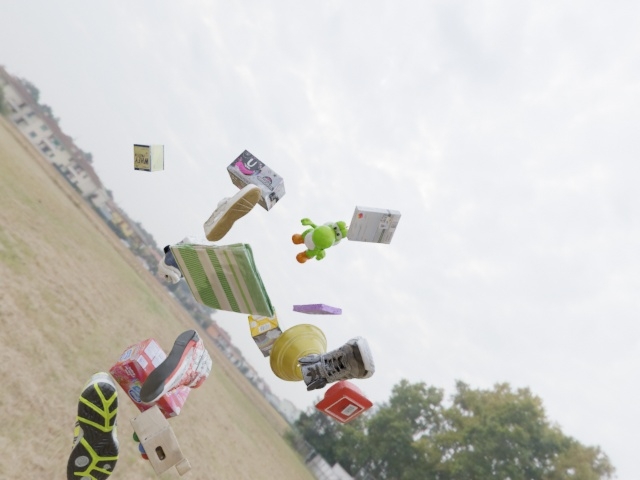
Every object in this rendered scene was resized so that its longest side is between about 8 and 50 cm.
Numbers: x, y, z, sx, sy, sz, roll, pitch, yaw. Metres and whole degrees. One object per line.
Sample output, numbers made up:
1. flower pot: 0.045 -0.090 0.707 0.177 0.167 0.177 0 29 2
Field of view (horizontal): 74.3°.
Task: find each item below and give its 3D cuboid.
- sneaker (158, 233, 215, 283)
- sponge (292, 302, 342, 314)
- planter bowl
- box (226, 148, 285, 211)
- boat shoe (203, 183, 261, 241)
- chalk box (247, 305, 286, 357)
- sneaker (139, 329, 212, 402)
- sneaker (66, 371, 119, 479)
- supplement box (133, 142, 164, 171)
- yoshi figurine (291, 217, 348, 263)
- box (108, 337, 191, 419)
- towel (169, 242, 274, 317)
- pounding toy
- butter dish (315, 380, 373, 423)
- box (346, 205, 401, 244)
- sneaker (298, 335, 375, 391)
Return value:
1. sneaker: -0.607 0.093 1.927 0.130 0.236 0.323 47 3 10
2. sponge: -0.016 0.298 1.819 0.117 0.031 0.210 19 -20 -35
3. planter bowl: -0.055 0.396 1.412 0.217 0.217 0.090 59 -14 -27
4. box: -0.303 -0.288 2.024 0.247 0.142 0.163 38 -16 12
5. boat shoe: -0.334 -0.119 1.544 0.096 0.277 0.098 55 13 29
6. chalk box: -0.223 0.425 1.908 0.132 0.132 0.213 -114 -176 -49
7. sneaker: -0.405 0.399 1.233 0.090 0.270 0.145 -14 -66 18
8. sneaker: -0.715 0.608 1.361 0.145 0.385 0.147 12 8 -24
9. supplement box: -0.541 -0.263 1.336 0.056 0.083 0.084 8 -74 10
10. yoshi figurine: -0.023 -0.004 2.024 0.203 0.203 0.362 37 -35 -21
11. box: -0.580 0.483 1.454 0.257 0.122 0.128 63 16 -19
12. towel: -0.302 0.114 1.284 0.324 0.038 0.248 0 -61 33
13. pounding toy: -0.449 0.609 1.200 0.206 0.094 0.181 16 -55 51
14. butter dish: 0.083 0.563 1.533 0.159 0.160 0.118 39 23 -22
15. box: 0.209 -0.059 1.666 0.038 0.186 0.145 -112 -149 -52
16. sneaker: 0.032 0.315 1.052 0.269 0.152 0.101 120 -45 -64
